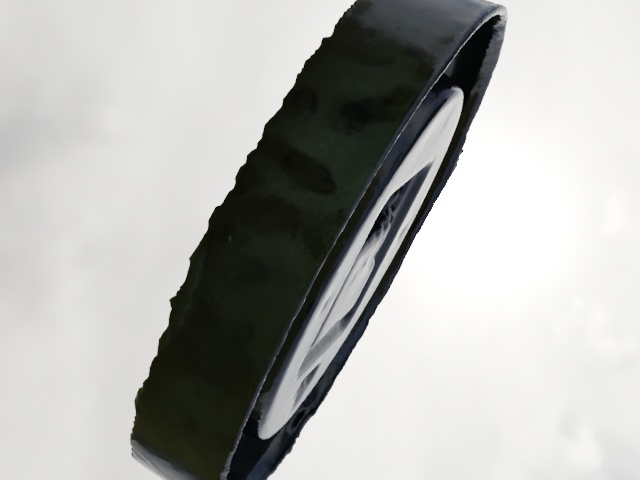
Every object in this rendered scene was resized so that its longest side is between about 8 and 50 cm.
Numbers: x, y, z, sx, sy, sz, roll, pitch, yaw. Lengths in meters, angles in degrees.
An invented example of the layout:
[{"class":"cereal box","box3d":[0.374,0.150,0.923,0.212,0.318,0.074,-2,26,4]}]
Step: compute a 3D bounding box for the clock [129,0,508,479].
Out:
[{"class":"clock","box3d":[0.002,0.000,1.048,0.312,0.061,0.312,-59,172,-14]}]
